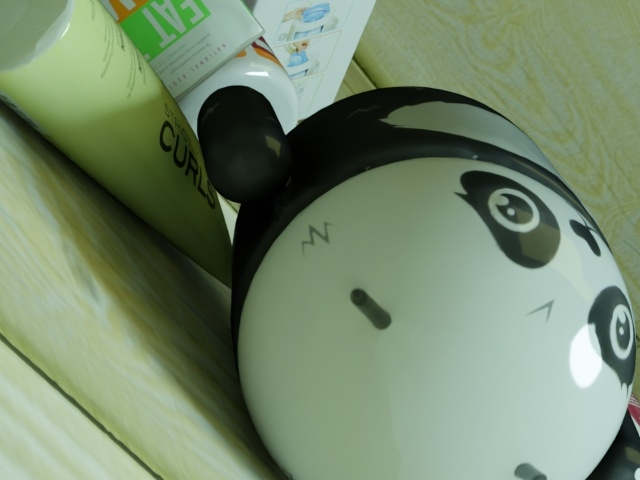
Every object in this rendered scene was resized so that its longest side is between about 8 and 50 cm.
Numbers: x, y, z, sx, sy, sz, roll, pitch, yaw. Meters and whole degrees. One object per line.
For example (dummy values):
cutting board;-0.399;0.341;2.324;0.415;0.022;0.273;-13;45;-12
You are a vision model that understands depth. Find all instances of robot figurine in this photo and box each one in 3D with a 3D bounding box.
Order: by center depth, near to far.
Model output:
robot figurine;0.046;0.024;0.875;0.278;0.209;0.173;-100;-168;-75

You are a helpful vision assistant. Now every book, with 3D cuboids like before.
book;-0.109;-0.137;1.006;0.144;0.096;0.035;52;6;0

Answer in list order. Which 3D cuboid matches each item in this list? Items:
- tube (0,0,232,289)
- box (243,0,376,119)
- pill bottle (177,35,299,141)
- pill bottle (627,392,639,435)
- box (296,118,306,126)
tube;-0.089;-0.054;0.886;0.062;0.070;0.240;17;-15;25
box;-0.035;-0.173;1.206;0.114;0.103;0.203;56;-35;24
pill bottle;-0.078;-0.109;1.115;0.086;0.086;0.152;45;10;-48
pill bottle;0.156;0.130;1.299;0.121;0.121;0.221;45;10;-47
box;0.032;-0.039;1.765;0.201;0.021;0.164;52;7;-8
